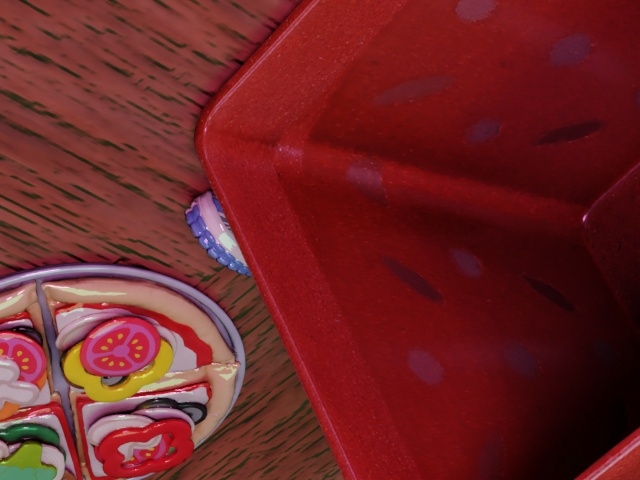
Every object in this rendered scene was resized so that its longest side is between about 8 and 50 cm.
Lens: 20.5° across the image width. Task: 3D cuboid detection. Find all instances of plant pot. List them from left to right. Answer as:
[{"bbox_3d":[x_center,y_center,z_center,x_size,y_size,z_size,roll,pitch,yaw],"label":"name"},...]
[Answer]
[{"bbox_3d":[0.147,-0.015,0.793,0.236,0.267,0.267,12,133,-47],"label":"plant pot"}]

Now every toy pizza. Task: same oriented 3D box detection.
[{"bbox_3d":[-0.138,0.088,0.962,0.201,0.032,0.201,-10,139,-8],"label":"toy pizza"}]

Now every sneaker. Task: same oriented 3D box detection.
[{"bbox_3d":[0.000,0.000,0.898,0.135,0.052,0.058,23,121,-37],"label":"sneaker"}]
